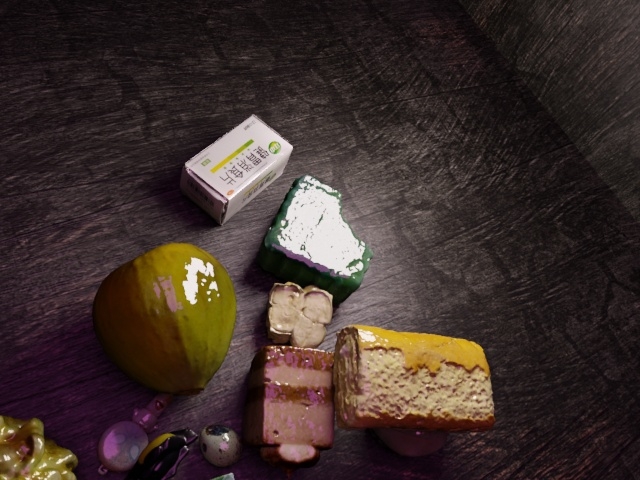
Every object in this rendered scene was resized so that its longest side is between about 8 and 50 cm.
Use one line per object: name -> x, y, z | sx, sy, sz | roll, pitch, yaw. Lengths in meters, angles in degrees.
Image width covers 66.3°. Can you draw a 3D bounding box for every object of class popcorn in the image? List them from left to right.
popcorn -> -0.606, 0.466, 0.925 | 0.282, 0.247, 0.282 | 17, 49, -21

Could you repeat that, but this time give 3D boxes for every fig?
fig -> -0.350, 0.188, 1.142 | 0.343, 0.343, 0.343 | 9, 58, -15

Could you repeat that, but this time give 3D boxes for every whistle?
whistle -> -0.421, 0.433, 1.120 | 0.107, 0.057, 0.220 | 45, 51, -9

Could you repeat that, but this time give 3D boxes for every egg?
egg -> -0.233, 0.476, 1.143 | 0.110, 0.085, 0.085 | 38, 55, 16

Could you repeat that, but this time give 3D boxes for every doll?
doll -> -0.372, 0.502, 1.054 | 0.088, 0.127, 0.248 | 46, 65, -2

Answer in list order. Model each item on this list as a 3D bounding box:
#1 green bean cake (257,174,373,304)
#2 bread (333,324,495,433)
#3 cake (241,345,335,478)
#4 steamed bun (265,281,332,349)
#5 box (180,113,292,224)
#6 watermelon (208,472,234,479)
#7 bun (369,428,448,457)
green bean cake -> 0.000, 0.000, 1.461 | 0.308, 0.169, 0.300 | 28, 57, -4
bread -> 0.214, 0.328, 1.161 | 0.375, 0.165, 0.237 | 10, 63, -22
cake -> -0.073, 0.411, 1.180 | 0.196, 0.199, 0.293 | 11, 62, -20
steamed bun -> -0.061, 0.213, 1.346 | 0.177, 0.106, 0.192 | 4, 81, -3
box -> -0.257, -0.218, 1.508 | 0.173, 0.145, 0.333 | 38, 55, 7
watermelon -> -0.240, 0.605, 1.007 | 0.231, 0.310, 0.193 | 23, 45, -54
bun -> 0.244, 0.445, 1.299 | 0.239, 0.141, 0.239 | 9, 56, -13
